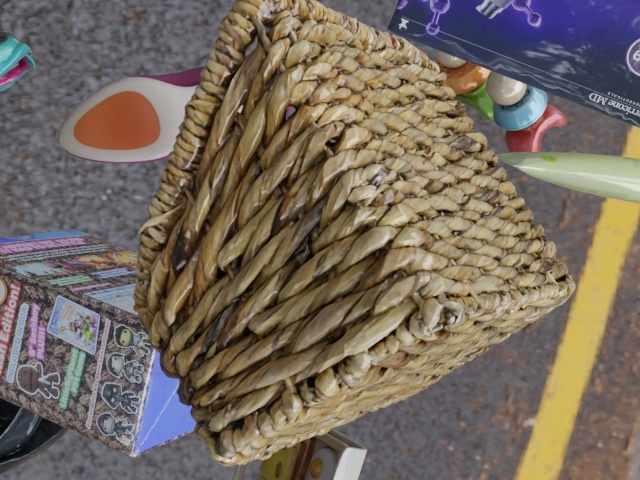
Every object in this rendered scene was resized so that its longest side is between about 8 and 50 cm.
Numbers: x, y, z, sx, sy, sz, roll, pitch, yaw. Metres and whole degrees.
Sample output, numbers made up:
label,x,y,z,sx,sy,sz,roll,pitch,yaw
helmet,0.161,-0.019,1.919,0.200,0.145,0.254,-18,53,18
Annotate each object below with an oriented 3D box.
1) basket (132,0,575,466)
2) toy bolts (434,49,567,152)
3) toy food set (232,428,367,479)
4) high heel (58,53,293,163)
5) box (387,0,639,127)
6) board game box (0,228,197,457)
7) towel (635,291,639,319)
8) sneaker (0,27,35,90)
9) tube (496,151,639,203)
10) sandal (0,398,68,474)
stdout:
label,x,y,z,sx,sy,sz,roll,pitch,yaw
basket,0.000,0.000,0.737,0.223,0.213,0.299,60,23,12
toy bolts,0.242,-0.210,1.732,0.218,0.228,0.158,-54,135,-12
toy food set,-0.055,0.377,1.678,0.092,0.306,0.220,19,88,-28
high heel,-0.191,-0.192,1.635,0.377,0.181,0.127,-13,94,-2
box,0.217,-0.238,1.006,0.103,0.261,0.184,-70,180,-55
board game box,-0.249,0.101,1.245,0.232,0.291,0.141,-9,115,-64
towel,0.474,0.172,1.265,0.121,0.235,0.284,-5,80,-11
sneaker,-0.515,-0.318,1.681,0.178,0.124,0.295,40,32,-33
tube,0.347,-0.088,1.442,0.240,0.070,0.062,7,61,-11
sandal,-0.457,0.238,1.504,0.107,0.167,0.446,-61,170,32
